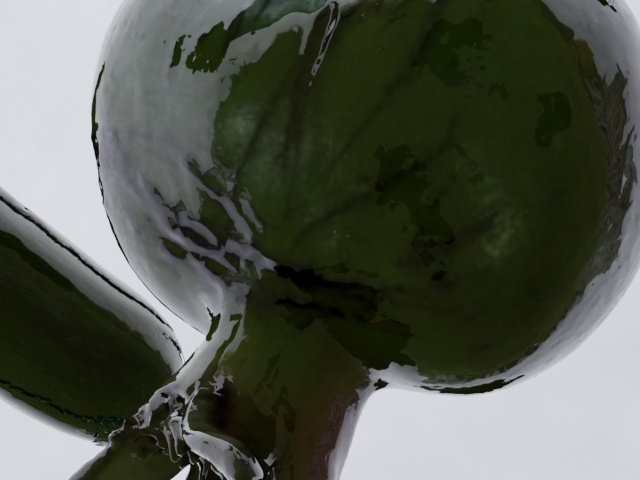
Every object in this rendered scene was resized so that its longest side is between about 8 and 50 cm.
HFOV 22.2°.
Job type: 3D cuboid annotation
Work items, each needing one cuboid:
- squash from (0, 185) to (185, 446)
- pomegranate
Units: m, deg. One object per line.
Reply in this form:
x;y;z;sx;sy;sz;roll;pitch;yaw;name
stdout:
-0.189;-0.017;0.730;0.087;0.087;0.331;-42;-71;10;squash
0.000;0.000;0.427;0.131;0.152;0.191;38;-107;-38;pomegranate
